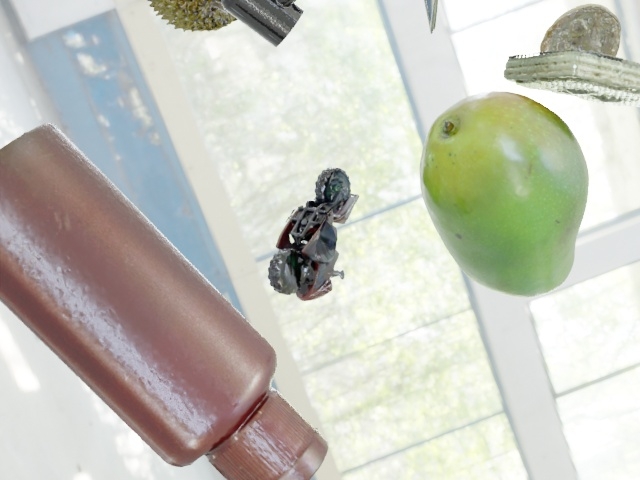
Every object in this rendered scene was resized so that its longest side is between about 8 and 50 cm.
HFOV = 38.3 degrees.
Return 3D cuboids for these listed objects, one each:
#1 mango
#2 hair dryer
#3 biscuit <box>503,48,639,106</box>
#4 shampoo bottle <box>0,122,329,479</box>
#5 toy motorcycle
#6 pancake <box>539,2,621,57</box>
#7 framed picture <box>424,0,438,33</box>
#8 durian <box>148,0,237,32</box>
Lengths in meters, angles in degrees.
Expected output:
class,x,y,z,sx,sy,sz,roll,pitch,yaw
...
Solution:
class,x,y,z,sx,sy,sz,roll,pitch,yaw
mango,0.271,-0.053,1.302,0.382,0.225,0.201,57,2,-42
hair dryer,-0.035,-0.399,1.343,0.114,0.248,0.070,33,37,-20
biscuit,0.402,-0.228,1.328,0.150,0.252,0.052,11,-84,59
shampoo bottle,-0.105,0.053,0.552,0.260,0.102,0.064,47,-40,-5
toy motorcycle,0.001,0.000,1.345,0.082,0.213,0.122,12,-27,35
pancake,0.455,-0.341,1.614,0.028,0.158,0.158,-123,-169,-58
framed picture,0.195,-0.478,1.626,0.183,0.011,0.142,86,-3,-64
durian,-0.203,-0.467,1.601,0.237,0.193,0.138,30,-26,8
